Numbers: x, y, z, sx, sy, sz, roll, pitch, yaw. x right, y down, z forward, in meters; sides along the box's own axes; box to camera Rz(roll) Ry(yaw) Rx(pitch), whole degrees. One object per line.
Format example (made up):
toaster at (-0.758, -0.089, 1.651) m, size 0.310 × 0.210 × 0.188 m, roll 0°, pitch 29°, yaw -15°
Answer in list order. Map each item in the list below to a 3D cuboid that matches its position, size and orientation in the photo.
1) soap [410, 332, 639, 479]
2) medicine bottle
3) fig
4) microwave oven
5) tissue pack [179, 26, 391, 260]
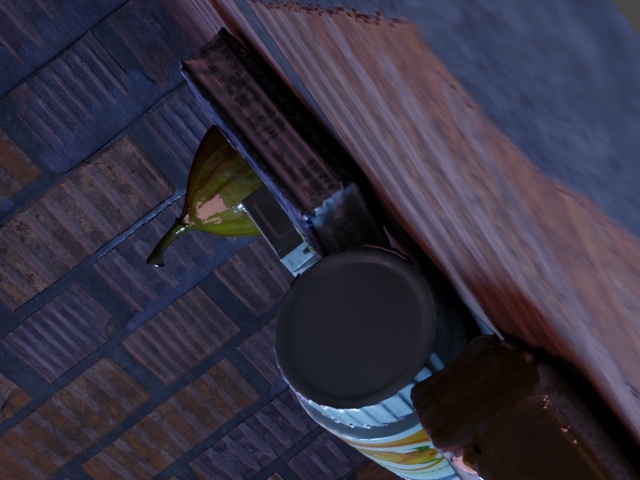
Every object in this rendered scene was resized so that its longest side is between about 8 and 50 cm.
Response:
soap at (0.164, 0.182, 0.377) m, size 0.257 × 0.080 × 0.160 m, roll 53°, pitch -179°, yaw 1°
medicine bottle at (0.080, 0.136, 0.637) m, size 0.158 × 0.158 × 0.318 m, roll 53°, pitch -179°, yaw 37°
fig at (-0.175, -0.067, 1.123) m, size 0.217 × 0.321 × 0.217 m, roll 53°, pitch 175°, yaw 7°
microwave oven at (0.000, 0.000, 0.995) m, size 0.162 × 0.122 × 0.208 m, roll 53°, pitch 180°, yaw 41°
tissue pack at (-0.029, -0.075, 0.638) m, size 0.235 × 0.073 × 0.173 m, roll 52°, pitch 179°, yaw 30°
